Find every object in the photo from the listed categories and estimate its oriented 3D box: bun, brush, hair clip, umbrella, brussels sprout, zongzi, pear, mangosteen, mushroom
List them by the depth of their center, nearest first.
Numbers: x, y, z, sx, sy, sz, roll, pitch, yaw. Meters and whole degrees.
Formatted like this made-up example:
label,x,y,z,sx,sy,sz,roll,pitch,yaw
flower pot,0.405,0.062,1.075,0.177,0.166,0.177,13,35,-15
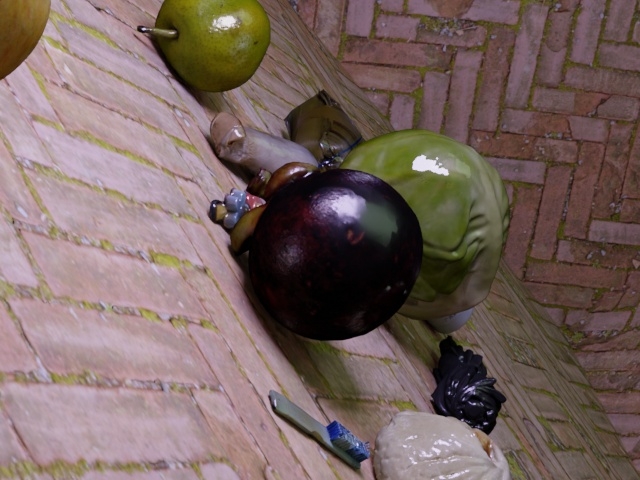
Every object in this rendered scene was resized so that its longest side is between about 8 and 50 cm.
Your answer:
label,x,y,z,sx,sy,sz,roll,pitch,yaw
brush,0.003,0.213,1.449,0.178,0.030,0.033,43,26,-43
bun,0.166,0.294,1.580,0.220,0.134,0.220,46,13,-14
mangosteen,0.000,0.000,1.596,0.265,0.228,0.228,44,7,26
hair clip,-0.095,-0.043,1.731,0.214,0.056,0.062,-20,107,-78
mushroom,-0.083,-0.119,1.922,0.116,0.093,0.225,39,13,32
pear,-0.181,-0.315,1.946,0.216,0.166,0.180,-12,76,-48
brussels sprout,0.144,-0.027,2.054,0.328,0.328,0.247,48,41,-23
umbrella,0.233,0.229,2.133,0.118,0.118,0.340,51,7,-13
zongzi,0.049,-0.106,2.296,0.289,0.123,0.260,52,16,-24

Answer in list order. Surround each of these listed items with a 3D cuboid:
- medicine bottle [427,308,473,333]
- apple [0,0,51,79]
label,x,y,z,sx,sy,sz,roll,pitch,yaw
medicine bottle,0.179,0.062,2.365,0.260,0.095,0.095,45,15,-27
apple,-0.329,-0.220,1.123,0.182,0.155,0.182,36,26,-20
